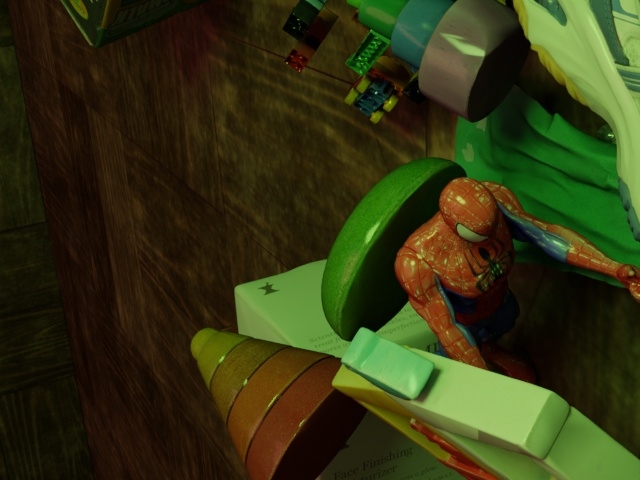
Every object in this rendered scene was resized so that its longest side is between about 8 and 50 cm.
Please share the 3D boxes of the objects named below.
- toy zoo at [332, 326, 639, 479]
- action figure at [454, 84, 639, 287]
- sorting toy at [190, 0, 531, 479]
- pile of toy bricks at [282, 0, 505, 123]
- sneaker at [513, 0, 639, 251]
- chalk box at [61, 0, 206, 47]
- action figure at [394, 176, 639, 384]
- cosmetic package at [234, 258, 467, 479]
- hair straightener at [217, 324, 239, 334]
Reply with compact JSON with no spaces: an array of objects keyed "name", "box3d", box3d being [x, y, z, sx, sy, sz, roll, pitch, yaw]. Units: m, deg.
[{"name":"toy zoo","box3d":[0.126,0.132,0.525,0.293,0.030,0.192,38,166,-19]},{"name":"action figure","box3d":[0.155,-0.027,0.563,0.232,0.063,0.137,-151,52,-64]},{"name":"sorting toy","box3d":[0.000,0.000,0.617,0.126,0.127,0.365,34,119,23]},{"name":"pile of toy bricks","box3d":[0.058,-0.168,0.671,0.118,0.105,0.212,35,163,-8]},{"name":"sneaker","box3d":[0.189,-0.064,0.408,0.296,0.112,0.131,61,147,23]},{"name":"chalk box","box3d":[-0.196,-0.336,0.996,0.180,0.179,0.289,57,155,4]},{"name":"action figure","box3d":[0.119,0.063,0.570,0.139,0.091,0.280,39,165,30]},{"name":"cosmetic package","box3d":[0.029,0.127,0.823,0.151,0.151,0.183,39,138,53]},{"name":"hair straightener","box3d":[-0.077,0.210,1.261,0.230,0.047,0.089,45,143,43]}]
